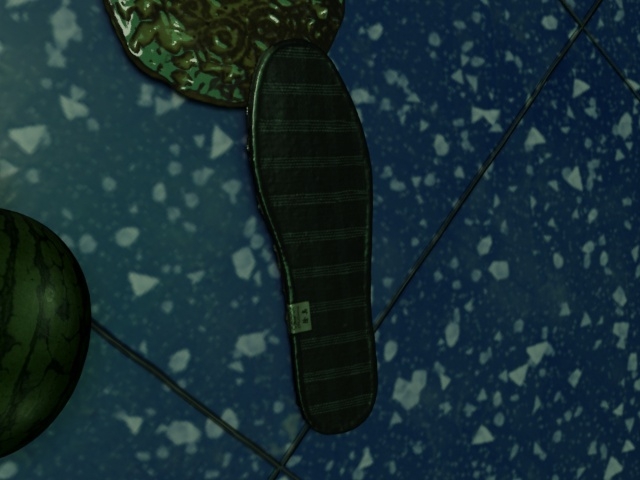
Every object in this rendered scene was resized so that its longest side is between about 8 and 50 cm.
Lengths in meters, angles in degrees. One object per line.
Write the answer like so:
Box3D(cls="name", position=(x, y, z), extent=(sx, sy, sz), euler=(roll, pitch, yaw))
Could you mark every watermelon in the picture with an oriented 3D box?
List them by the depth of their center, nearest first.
Box3D(cls="watermelon", position=(-0.200, 0.031, 0.434), extent=(0.140, 0.140, 0.187), euler=(10, 81, -26))

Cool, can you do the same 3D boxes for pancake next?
Box3D(cls="pancake", position=(-0.074, -0.189, 0.565), extent=(0.184, 0.020, 0.190), euler=(-46, 109, -19))

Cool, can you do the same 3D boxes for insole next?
Box3D(cls="insole", position=(0.000, 0.000, 0.593), extent=(0.110, 0.012, 0.310), euler=(-7, 95, -31))
